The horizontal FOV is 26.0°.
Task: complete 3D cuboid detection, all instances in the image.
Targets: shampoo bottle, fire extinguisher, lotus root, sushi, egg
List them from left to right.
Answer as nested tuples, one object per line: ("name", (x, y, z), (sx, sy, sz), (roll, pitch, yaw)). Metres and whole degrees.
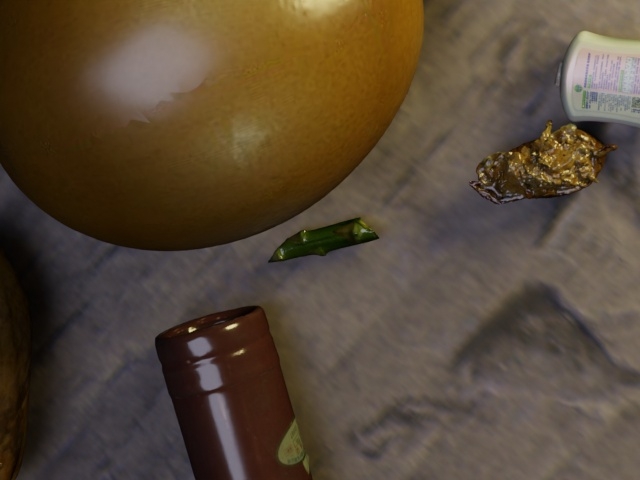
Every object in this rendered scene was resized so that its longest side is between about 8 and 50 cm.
("lotus root", (-0.359, 0.118, 1.291), (0.193, 0.193, 0.290), (15, 112, 17))
("egg", (-0.092, -0.138, 1.046), (0.351, 0.282, 0.282), (-20, 96, 14))
("fire extinguisher", (-0.036, 0.229, 1.225), (0.102, 0.138, 0.343), (-4, 104, 67))
("sushi", (0.176, -0.057, 1.083), (0.118, 0.060, 0.061), (-31, 87, 24))
("shampoo bottle", (0.227, -0.121, 1.054), (0.099, 0.043, 0.072), (9, 107, 20))

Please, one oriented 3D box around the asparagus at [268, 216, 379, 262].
("asparagus", (0.000, 0.001, 1.186), (0.108, 0.025, 0.021), (-14, 56, 26))
